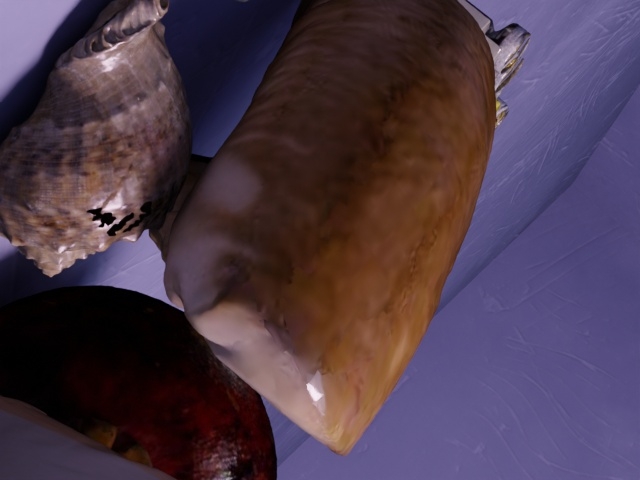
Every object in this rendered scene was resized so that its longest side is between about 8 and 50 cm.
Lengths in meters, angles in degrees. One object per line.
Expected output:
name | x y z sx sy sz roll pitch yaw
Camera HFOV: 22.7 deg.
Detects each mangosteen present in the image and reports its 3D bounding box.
mangosteen | -0.181 0.177 1.211 0.311 0.311 0.311 -46 168 -12

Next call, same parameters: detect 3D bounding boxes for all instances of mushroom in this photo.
mushroom | 0.028 -0.028 1.119 0.313 0.224 0.397 -49 -169 7

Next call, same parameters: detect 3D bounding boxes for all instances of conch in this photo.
conch | -0.145 -0.073 1.011 0.155 0.130 0.207 -119 -138 -63

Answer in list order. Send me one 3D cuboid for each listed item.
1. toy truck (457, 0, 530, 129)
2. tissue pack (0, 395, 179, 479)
toy truck | 0.101 -0.144 1.545 0.157 0.124 0.272 -46 168 -11
tissue pack | -0.250 0.190 0.802 0.375 0.390 0.195 -28 130 -56
